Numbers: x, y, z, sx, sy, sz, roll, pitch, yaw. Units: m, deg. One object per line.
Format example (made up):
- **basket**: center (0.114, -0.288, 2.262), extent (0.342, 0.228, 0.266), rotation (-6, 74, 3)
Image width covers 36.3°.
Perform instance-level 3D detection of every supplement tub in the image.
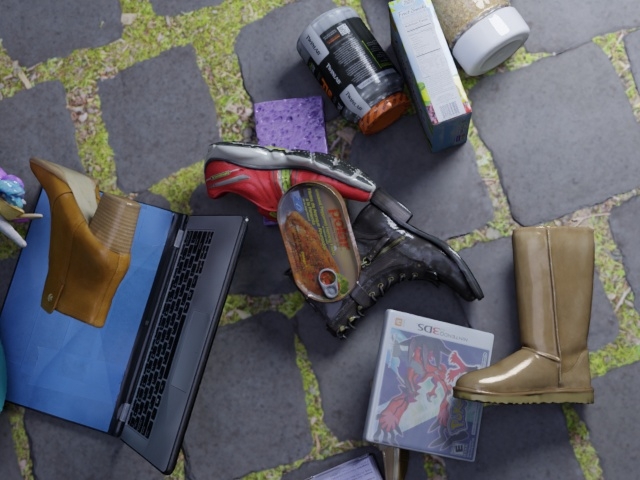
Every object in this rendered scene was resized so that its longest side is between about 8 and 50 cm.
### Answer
- **supplement tub**: center (0.056, -0.271, 1.575), extent (0.117, 0.117, 0.190), rotation (-33, 78, 1)

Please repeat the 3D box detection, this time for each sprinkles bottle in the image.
- **sprinkles bottle**: center (0.192, -0.439, 1.582), extent (0.121, 0.121, 0.355), rotation (-33, 79, 1)

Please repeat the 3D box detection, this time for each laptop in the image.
- **laptop**: center (-0.335, 0.110, 1.510), extent (0.236, 0.408, 0.382), rotation (19, 83, -25)

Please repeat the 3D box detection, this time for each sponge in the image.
- **sponge**: center (-0.043, -0.130, 1.609), extent (0.117, 0.031, 0.210), rotation (-6, 82, 7)

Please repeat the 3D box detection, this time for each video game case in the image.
- **video game case**: center (0.168, 0.222, 1.492), extent (0.183, 0.023, 0.201), rotation (14, 79, -16)

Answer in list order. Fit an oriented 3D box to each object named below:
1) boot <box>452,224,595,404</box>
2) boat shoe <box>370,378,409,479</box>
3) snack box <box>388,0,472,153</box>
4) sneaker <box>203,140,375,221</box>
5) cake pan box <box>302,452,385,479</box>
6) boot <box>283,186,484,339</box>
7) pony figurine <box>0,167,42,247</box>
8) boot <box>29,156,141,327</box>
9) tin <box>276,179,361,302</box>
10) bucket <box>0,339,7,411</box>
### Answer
- **boot**: center (0.310, 0.114, 1.493), extent (0.236, 0.089, 0.270), rotation (2, 82, -17)
- **boat shoe**: center (0.103, 0.295, 1.517), extent (0.059, 0.063, 0.170), rotation (-4, 80, 19)
- **snack box**: center (0.170, -0.260, 1.531), extent (0.070, 0.174, 0.207), rotation (-20, 80, 2)
- **sneaker**: center (-0.050, -0.086, 1.552), extent (0.279, 0.107, 0.118), rotation (10, 102, 11)
- **cake pan box**: center (0.006, 0.487, 1.491), extent (0.267, 0.070, 0.246), rotation (-24, 77, 2)
- **boot**: center (0.100, 0.069, 1.544), extent (0.263, 0.091, 0.229), rotation (43, 93, 15)
- **pony figurine**: center (-0.634, -0.111, 1.522), extent (0.363, 0.303, 0.351), rotation (-17, 75, 1)
- **boot**: center (-0.399, 0.001, 1.517), extent (0.295, 0.104, 0.211), rotation (27, 97, 41)
- **tin**: center (0.000, 0.000, 1.491), extent (0.106, 0.040, 0.190), rotation (-12, 99, 20)
- **bucket**: center (-0.626, 0.199, 1.497), extent (0.183, 0.281, 0.281), rotation (-15, 80, 11)
